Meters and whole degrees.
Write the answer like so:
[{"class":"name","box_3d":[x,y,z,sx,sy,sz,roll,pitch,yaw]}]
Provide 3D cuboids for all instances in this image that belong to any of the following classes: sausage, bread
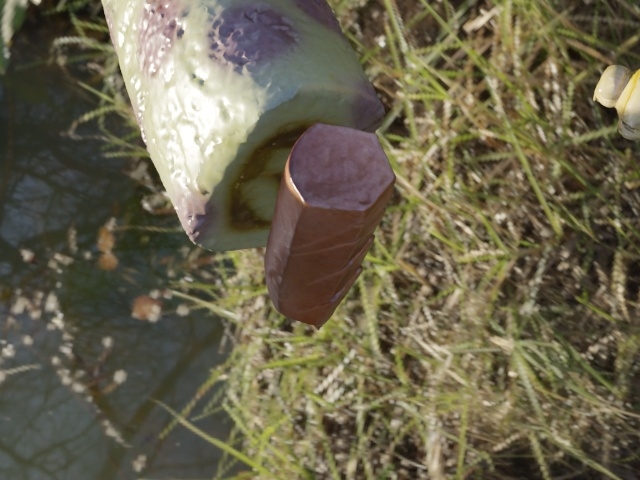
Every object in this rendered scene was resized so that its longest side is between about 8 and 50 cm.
[{"class":"sausage","box_3d":[0.000,-0.001,0.662,0.065,0.169,0.065,4,61,-8]},{"class":"bread","box_3d":[-0.084,-0.169,0.901,0.187,0.155,0.338,-54,47,39]}]

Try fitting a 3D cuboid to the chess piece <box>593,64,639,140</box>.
[{"class":"chess piece","box_3d":[0.232,-0.055,0.601,0.172,0.060,0.060,25,89,15]}]
